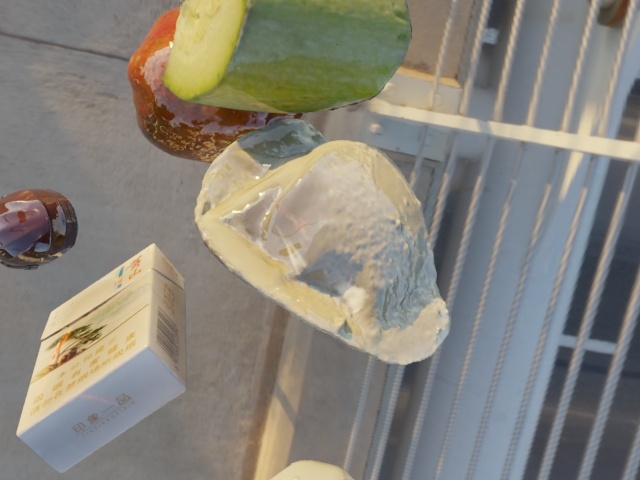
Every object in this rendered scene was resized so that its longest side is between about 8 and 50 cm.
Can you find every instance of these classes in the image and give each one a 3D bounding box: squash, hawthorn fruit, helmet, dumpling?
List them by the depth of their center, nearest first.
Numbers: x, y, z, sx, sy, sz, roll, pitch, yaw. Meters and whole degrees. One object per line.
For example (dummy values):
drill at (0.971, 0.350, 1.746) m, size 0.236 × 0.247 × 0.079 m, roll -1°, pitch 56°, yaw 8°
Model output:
dumpling at (0.001, -0.005, 0.785) m, size 0.227 × 0.243 × 0.175 m, roll -12°, pitch 117°, yaw -42°
squash at (-0.035, -0.213, 0.823) m, size 0.155 × 0.204 × 0.237 m, roll 1°, pitch 127°, yaw -31°
helmet at (-0.360, -0.014, 0.989) m, size 0.123 × 0.070 × 0.098 m, roll -21°, pitch 89°, yaw 2°
hawthorn fruit at (-0.121, -0.204, 1.112) m, size 0.262 × 0.210 × 0.210 m, roll 8°, pitch 100°, yaw 12°

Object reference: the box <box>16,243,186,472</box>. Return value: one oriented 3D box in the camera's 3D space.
box at (-0.211, 0.107, 0.832) m, size 0.149 × 0.233 × 0.067 m, roll -32°, pitch 115°, yaw 4°

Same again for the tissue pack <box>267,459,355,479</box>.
tissue pack at (0.039, 0.360, 0.692) m, size 0.229 × 0.333 × 0.236 m, roll -27°, pitch 115°, yaw -38°
